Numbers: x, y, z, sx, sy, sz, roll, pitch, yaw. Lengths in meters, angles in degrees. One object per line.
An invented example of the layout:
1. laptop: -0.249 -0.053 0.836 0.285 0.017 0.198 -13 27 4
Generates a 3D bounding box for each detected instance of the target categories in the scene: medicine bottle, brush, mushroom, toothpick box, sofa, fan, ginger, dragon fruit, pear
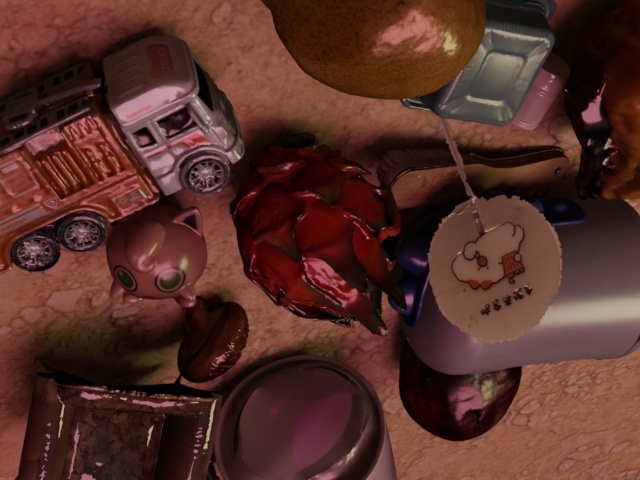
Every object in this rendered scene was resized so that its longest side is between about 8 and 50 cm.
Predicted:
1. medicine bottle: 0.267 -0.187 1.465 0.057 0.057 0.089 2 136 -29
2. brush: 0.199 -0.097 1.547 0.327 0.065 0.070 -7 133 -35
3. mushroom: -0.146 0.138 1.599 0.085 0.109 0.126 10 148 -42
4. toothpick box: 0.257 0.050 1.604 0.354 0.263 0.263 -5 139 -19
5. sofa: -0.271 0.276 1.558 0.258 0.182 0.200 11 94 -29
6. fan: 0.196 -0.031 1.468 0.190 0.329 0.009 -24 -173 -18
7. ginger: 0.417 -0.175 1.432 0.223 0.200 0.269 -2 141 22
8. dragon fruit: 0.000 0.000 1.399 0.193 0.274 0.192 -27 171 15
9. pear: 0.043 -0.246 1.155 0.211 0.229 0.188 -14 -175 24

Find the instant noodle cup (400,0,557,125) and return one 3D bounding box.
1. instant noodle cup: 0.193 -0.209 1.379 0.157 0.070 0.179 4 129 -29

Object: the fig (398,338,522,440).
1. fig: 0.245 0.195 1.812 0.249 0.186 0.204 -19 128 -15

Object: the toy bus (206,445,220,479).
1. toy bus: -0.227 0.360 1.810 0.134 0.113 0.246 -17 144 1

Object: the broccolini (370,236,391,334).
1. broccolini: 0.076 0.063 1.667 0.071 0.057 0.254 16 142 19

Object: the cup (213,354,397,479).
1. cup: -0.003 0.366 1.821 0.253 0.253 0.371 -22 144 -3

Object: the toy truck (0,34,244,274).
1. toy truck: -0.247 -0.100 1.240 0.305 0.136 0.162 -25 133 5

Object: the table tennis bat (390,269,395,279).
1. table tennis bat: 0.207 0.064 1.762 0.246 0.022 0.138 4 134 -33

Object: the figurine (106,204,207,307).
1. figurine: -0.198 0.016 1.410 0.125 0.125 0.138 -11 128 -16
